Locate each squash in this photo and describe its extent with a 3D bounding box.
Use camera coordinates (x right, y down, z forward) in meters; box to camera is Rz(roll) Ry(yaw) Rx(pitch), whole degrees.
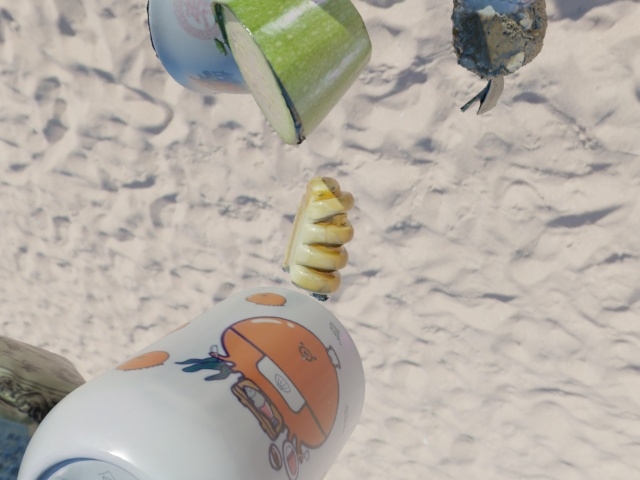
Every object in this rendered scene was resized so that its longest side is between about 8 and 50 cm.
[{"bbox_3d":[-0.031,-0.201,0.650,0.170,0.123,0.170,49,173,8],"label":"squash"}]

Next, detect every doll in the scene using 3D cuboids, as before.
[{"bbox_3d":[0.202,-0.246,0.701,0.105,0.115,0.221,1,131,21],"label":"doll"}]

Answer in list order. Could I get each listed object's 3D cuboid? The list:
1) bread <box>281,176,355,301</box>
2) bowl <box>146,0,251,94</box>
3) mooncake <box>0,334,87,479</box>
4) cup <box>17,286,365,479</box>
[{"bbox_3d":[0.000,0.000,0.856,0.084,0.119,0.177,11,100,-10],"label":"bread"},{"bbox_3d":[-0.066,-0.340,0.907,0.157,0.345,0.345,37,143,23],"label":"bowl"},{"bbox_3d":[-0.375,0.192,0.735,0.250,0.136,0.254,20,167,41],"label":"mooncake"},{"bbox_3d":[-0.099,0.183,0.561,0.212,0.317,0.212,3,101,18],"label":"cup"}]
